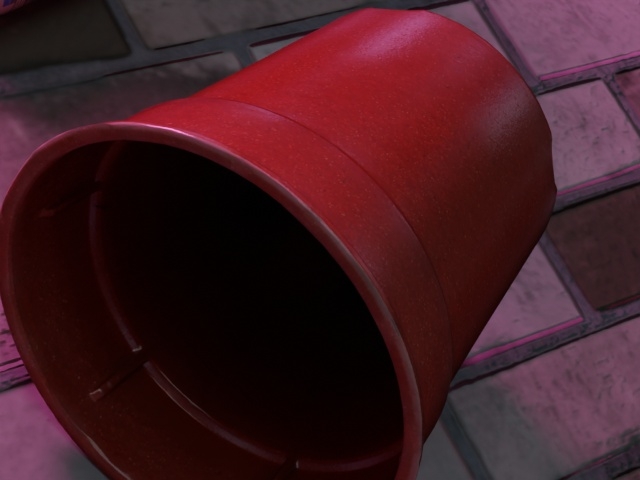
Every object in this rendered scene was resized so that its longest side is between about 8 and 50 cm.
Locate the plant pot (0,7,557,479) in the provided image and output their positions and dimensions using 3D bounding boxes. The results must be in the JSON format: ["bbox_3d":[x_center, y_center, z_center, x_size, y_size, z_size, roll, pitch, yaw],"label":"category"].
[{"bbox_3d":[0.000,0.000,0.860,0.272,0.272,0.265,42,44,5],"label":"plant pot"}]

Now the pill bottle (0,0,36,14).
[{"bbox_3d":[-0.194,-0.210,1.006,0.137,0.078,0.078,-30,75,-36],"label":"pill bottle"}]
